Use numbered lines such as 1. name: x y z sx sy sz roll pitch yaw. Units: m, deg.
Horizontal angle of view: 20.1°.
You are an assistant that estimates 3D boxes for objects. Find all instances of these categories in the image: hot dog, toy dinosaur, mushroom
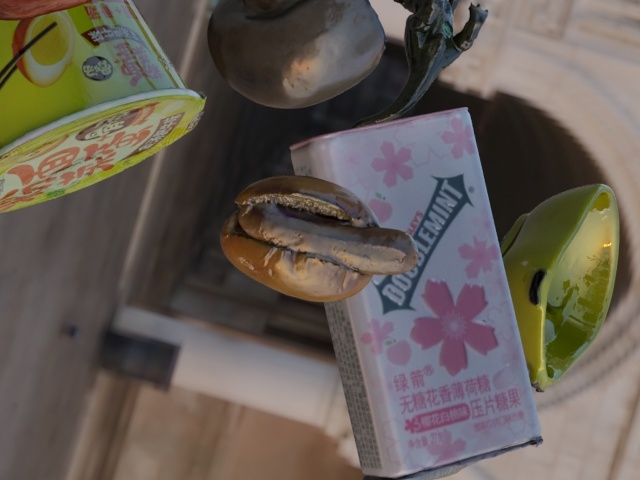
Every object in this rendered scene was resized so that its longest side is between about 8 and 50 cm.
1. hot dog: -0.001 0.002 1.327 0.089 0.140 0.060 -67 -164 1
2. toy dinosaur: 0.106 -0.217 2.038 0.179 0.087 0.187 -55 -157 34
3. mushroom: -0.034 -0.188 1.723 0.117 0.188 0.141 -56 129 -30

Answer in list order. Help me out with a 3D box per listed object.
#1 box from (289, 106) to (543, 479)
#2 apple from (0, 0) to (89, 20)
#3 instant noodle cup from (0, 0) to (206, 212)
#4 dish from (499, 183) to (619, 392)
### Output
1. box: 0.100 0.060 1.863 0.112 0.190 0.369 164 -88 -70
2. apple: -0.237 -0.267 1.489 0.199 0.199 0.199 -164 -90 -90
3. instant noodle cup: -0.306 -0.190 2.007 0.311 0.311 0.221 108 -41 -80
4. dish: 0.274 0.049 2.228 0.262 0.108 0.221 -46 140 -45
